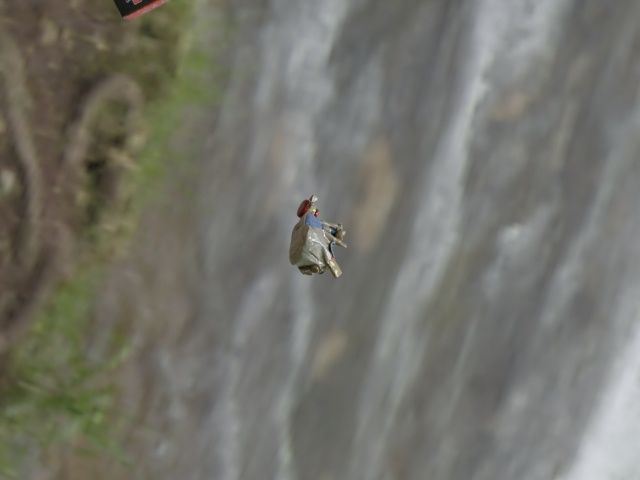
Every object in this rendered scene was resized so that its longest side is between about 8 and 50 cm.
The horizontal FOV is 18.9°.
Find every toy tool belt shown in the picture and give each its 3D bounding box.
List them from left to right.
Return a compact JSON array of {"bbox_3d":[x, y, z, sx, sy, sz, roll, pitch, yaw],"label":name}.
[{"bbox_3d":[0.000,0.000,1.816,0.052,0.051,0.083,-51,-161,33],"label":"toy tool belt"}]

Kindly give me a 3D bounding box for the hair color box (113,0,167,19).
[{"bbox_3d":[-0.066,-0.189,1.102,0.072,0.141,0.043,62,3,-4],"label":"hair color box"}]
